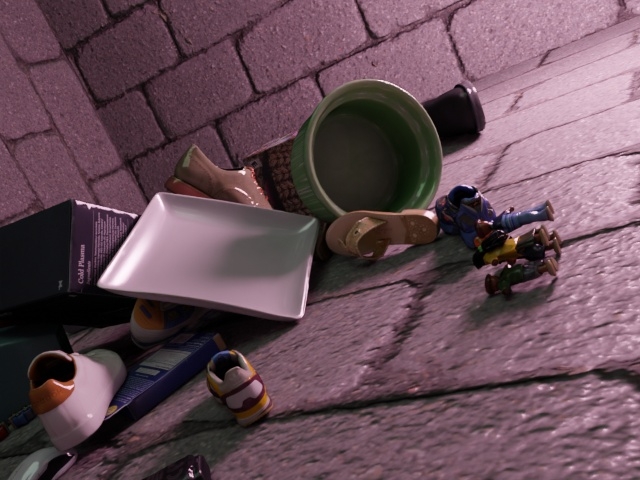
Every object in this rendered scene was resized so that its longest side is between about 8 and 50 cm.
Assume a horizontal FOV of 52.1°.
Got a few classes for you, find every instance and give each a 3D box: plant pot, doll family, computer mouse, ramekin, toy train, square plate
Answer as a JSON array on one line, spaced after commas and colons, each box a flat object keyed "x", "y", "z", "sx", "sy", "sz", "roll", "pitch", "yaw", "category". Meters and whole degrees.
[{"x": -0.627, "y": 0.262, "z": 1.323, "sx": 0.234, "sy": 0.166, "sz": 0.165, "roll": -21, "pitch": 13, "yaw": -12, "category": "plant pot"}, {"x": 0.259, "y": 0.006, "z": 0.887, "sx": 0.111, "sy": 0.076, "sz": 0.193, "roll": -22, "pitch": 9, "yaw": 31, "category": "doll family"}, {"x": -0.423, "y": 0.342, "z": 0.904, "sx": 0.106, "sy": 0.042, "sz": 0.193, "roll": -17, "pitch": 17, "yaw": 36, "category": "computer mouse"}, {"x": 0.084, "y": -0.162, "z": 1.346, "sx": 0.303, "sy": 0.304, "sz": 0.148, "roll": -31, "pitch": 8, "yaw": -22, "category": "ramekin"}, {"x": -0.591, "y": 0.352, "z": 1.195, "sx": 0.158, "sy": 0.027, "sz": 0.036, "roll": -34, "pitch": 20, "yaw": -30, "category": "toy train"}, {"x": -0.186, "y": 0.028, "z": 1.218, "sx": 0.346, "sy": 0.049, "sz": 0.344, "roll": 9, "pitch": 32, "yaw": 0, "category": "square plate"}]

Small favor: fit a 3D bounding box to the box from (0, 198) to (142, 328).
[{"x": -0.479, "y": 0.065, "z": 1.354, "sx": 0.343, "sy": 0.179, "sz": 0.312, "roll": -14, "pitch": -17, "yaw": 33, "category": "box"}]

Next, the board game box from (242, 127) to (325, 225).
[{"x": -0.003, "y": -0.167, "z": 1.631, "sx": 0.290, "sy": 0.232, "sz": 0.141, "roll": -19, "pitch": 16, "yaw": 26, "category": "board game box"}]

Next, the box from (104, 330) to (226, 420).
[{"x": -0.276, "y": 0.227, "z": 1.077, "sx": 0.225, "sy": 0.037, "sz": 0.136, "roll": -36, "pitch": 17, "yaw": -34, "category": "box"}]

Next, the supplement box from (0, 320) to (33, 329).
[{"x": -0.688, "y": 0.219, "z": 1.500, "sx": 0.129, "sy": 0.194, "sz": 0.191, "roll": -33, "pitch": 16, "yaw": -26, "category": "supplement box"}]

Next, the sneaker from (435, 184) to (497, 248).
[{"x": 0.243, "y": -0.056, "z": 1.096, "sx": 0.083, "sy": 0.087, "sz": 0.221, "roll": -26, "pitch": 14, "yaw": -3, "category": "sneaker"}]

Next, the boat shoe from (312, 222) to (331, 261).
[{"x": 0.000, "y": 0.000, "z": 1.381, "sx": 0.049, "sy": 0.056, "sz": 0.152, "roll": -16, "pitch": 16, "yaw": 16, "category": "boat shoe"}]

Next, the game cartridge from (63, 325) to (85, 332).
[{"x": -0.542, "y": 0.152, "z": 1.789, "sx": 0.294, "sy": 0.060, "sz": 0.196, "roll": -21, "pitch": 18, "yaw": 17, "category": "game cartridge"}]

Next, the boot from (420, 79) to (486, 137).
[{"x": 0.215, "y": -0.291, "z": 1.864, "sx": 0.444, "sy": 0.146, "sz": 0.367, "roll": -22, "pitch": 4, "yaw": 1, "category": "boot"}]

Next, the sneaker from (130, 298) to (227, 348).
[{"x": -0.235, "y": 0.115, "z": 1.264, "sx": 0.296, "sy": 0.112, "sz": 0.131, "roll": -17, "pitch": -25, "yaw": -38, "category": "sneaker"}]

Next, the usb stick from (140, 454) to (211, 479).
[{"x": -0.246, "y": 0.314, "z": 0.696, "sx": 0.277, "sy": 0.045, "sz": 0.077, "roll": -27, "pitch": 7, "yaw": -7, "category": "usb stick"}]

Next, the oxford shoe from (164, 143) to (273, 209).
[{"x": -0.159, "y": -0.092, "z": 1.442, "sx": 0.130, "sy": 0.348, "sz": 0.123, "roll": -64, "pitch": 24, "yaw": -1, "category": "oxford shoe"}]

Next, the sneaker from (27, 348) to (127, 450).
[{"x": -0.383, "y": 0.206, "z": 1.028, "sx": 0.105, "sy": 0.123, "sz": 0.290, "roll": -31, "pitch": 14, "yaw": -6, "category": "sneaker"}]

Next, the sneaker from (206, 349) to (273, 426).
[{"x": -0.120, "y": 0.179, "z": 0.881, "sx": 0.069, "sy": 0.084, "sz": 0.185, "roll": -31, "pitch": 15, "yaw": -20, "category": "sneaker"}]

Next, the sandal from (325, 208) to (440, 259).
[{"x": 0.092, "y": -0.004, "z": 1.176, "sx": 0.239, "sy": 0.088, "sz": 0.079, "roll": -9, "pitch": 21, "yaw": 34, "category": "sandal"}]
